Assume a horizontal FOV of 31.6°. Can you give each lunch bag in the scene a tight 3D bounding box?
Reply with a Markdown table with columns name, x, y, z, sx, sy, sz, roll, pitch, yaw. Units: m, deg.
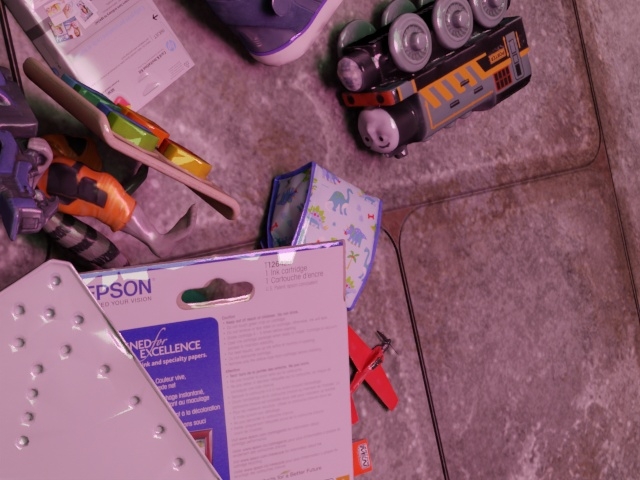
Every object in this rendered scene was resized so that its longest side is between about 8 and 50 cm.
| name | x | y | z | sx | sy | sz | roll | pitch | yaw |
| --- | --- | --- | --- | --- | --- | --- | --- | --- | --- |
| lunch bag | 0.000 | 0.000 | 1.415 | 0.129 | 0.096 | 0.151 | 25 | 59 | -34 |

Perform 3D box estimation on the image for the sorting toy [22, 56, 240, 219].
| name | x | y | z | sx | sy | sz | roll | pitch | yaw |
| --- | --- | --- | --- | --- | --- | --- | --- | --- | --- |
| sorting toy | -0.191 | -0.110 | 1.171 | 0.038 | 0.193 | 0.208 | -55 | 136 | 1 |

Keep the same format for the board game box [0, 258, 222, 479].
| name | x | y | z | sx | sy | sz | roll | pitch | yaw |
| --- | --- | --- | --- | --- | --- | --- | --- | --- | --- |
| board game box | -0.300 | 0.273 | 1.066 | 0.390 | 0.050 | 0.390 | -34 | 106 | -9 |

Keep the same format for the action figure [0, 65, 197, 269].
| name | x | y | z | sx | sy | sz | roll | pitch | yaw |
| --- | --- | --- | --- | --- | --- | --- | --- | --- | --- |
| action figure | -0.296 | -0.041 | 1.111 | 0.330 | 0.341 | 0.178 | 14 | 116 | -29 |

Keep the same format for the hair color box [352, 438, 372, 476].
| name | x | y | z | sx | sy | sz | roll | pitch | yaw |
| --- | --- | --- | --- | --- | --- | --- | --- | --- | --- |
| hair color box | -0.013 | 0.278 | 1.379 | 0.141 | 0.072 | 0.043 | -11 | 90 | -38 |

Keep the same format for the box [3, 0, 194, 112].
| name | x | y | z | sx | sy | sz | roll | pitch | yaw |
| --- | --- | --- | --- | --- | --- | --- | --- | --- | --- |
| box | -0.249 | -0.237 | 1.289 | 0.145 | 0.038 | 0.186 | -46 | 111 | -32 |

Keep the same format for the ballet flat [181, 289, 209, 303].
| name | x | y | z | sx | sy | sz | roll | pitch | yaw |
| --- | --- | --- | --- | --- | --- | --- | --- | --- | --- |
| ballet flat | -0.115 | 0.170 | 1.304 | 0.083 | 0.087 | 0.247 | -13 | 91 | -39 |

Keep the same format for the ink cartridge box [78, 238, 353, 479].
| name | x | y | z | sx | sy | sz | roll | pitch | yaw |
| --- | --- | --- | --- | --- | --- | --- | --- | --- | --- |
| ink cartridge box | -0.113 | 0.162 | 1.214 | 0.304 | 0.072 | 0.307 | -7 | 99 | -23 |

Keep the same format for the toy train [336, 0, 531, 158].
| name | x | y | z | sx | sy | sz | roll | pitch | yaw |
| --- | --- | --- | --- | --- | --- | --- | --- | --- | --- |
| toy train | 0.161 | -0.246 | 1.560 | 0.334 | 0.142 | 0.190 | -34 | 114 | -36 |

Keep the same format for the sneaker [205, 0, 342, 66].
| name | x | y | z | sx | sy | sz | roll | pitch | yaw |
| --- | --- | --- | --- | --- | --- | --- | --- | --- | --- |
| sneaker | -0.042 | -0.398 | 1.377 | 0.322 | 0.130 | 0.236 | -62 | 145 | -20 |

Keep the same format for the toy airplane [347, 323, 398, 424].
| name | x | y | z | sx | sy | sz | roll | pitch | yaw |
| --- | --- | --- | --- | --- | --- | --- | --- | --- | --- |
| toy airplane | 0.050 | 0.176 | 1.472 | 0.151 | 0.028 | 0.151 | 8 | 77 | -36 |
